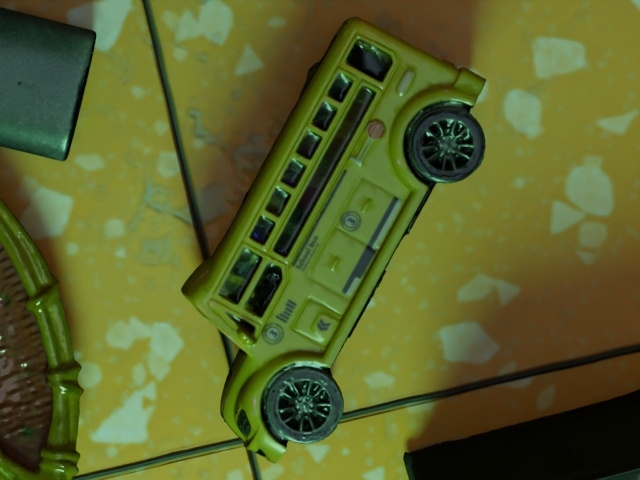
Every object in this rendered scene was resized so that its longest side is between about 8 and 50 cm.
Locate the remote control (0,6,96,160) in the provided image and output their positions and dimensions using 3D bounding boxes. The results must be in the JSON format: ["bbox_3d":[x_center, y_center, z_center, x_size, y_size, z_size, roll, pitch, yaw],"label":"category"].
[{"bbox_3d":[-0.368,-0.157,1.467,0.378,0.044,0.107,13,100,-4],"label":"remote control"}]

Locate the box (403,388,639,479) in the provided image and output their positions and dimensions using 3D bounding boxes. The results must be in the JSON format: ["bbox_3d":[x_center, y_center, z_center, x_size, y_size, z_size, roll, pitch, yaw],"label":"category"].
[{"bbox_3d":[0.226,0.313,1.466,0.251,0.204,0.345,-14,97,-1],"label":"box"}]

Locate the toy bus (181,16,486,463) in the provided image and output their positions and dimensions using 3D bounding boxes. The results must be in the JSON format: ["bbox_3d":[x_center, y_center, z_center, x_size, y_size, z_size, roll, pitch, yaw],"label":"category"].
[{"bbox_3d":[0.000,0.000,1.454,0.151,0.145,0.331,29,91,-4],"label":"toy bus"}]

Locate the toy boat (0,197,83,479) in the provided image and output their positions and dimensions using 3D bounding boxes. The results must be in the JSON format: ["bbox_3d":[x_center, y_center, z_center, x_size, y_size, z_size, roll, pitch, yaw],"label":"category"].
[{"bbox_3d":[-0.269,0.059,1.470,0.141,0.099,0.318,-22,99,3],"label":"toy boat"}]
